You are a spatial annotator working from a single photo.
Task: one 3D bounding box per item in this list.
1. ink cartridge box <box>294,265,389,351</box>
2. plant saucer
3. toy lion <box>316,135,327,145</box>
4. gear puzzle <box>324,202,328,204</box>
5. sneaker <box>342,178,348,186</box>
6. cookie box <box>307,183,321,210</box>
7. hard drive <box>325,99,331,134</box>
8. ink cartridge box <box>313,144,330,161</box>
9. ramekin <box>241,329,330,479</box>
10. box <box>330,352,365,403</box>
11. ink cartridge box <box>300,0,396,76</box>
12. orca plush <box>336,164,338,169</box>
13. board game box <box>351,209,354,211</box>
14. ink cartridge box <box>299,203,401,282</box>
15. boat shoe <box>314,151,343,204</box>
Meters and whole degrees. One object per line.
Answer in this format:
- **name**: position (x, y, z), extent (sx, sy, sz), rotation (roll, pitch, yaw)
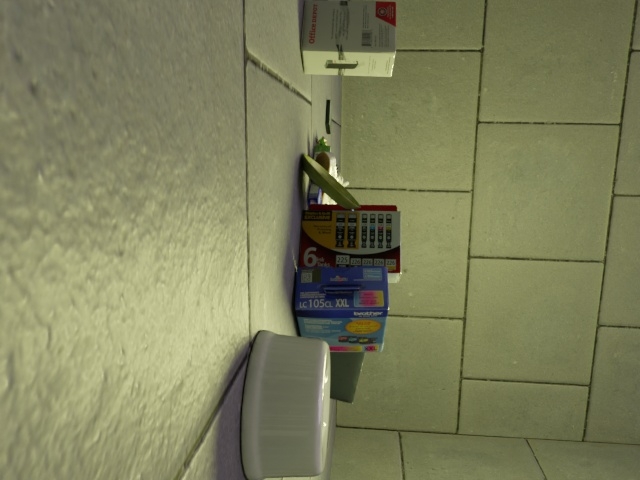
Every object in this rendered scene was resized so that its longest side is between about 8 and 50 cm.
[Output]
- **ink cartridge box**: position (0.066, 0.203, 1.539), extent (0.395, 0.270, 0.151), rotation (84, 5, -55)
- **plant saucer**: position (0.026, -0.174, 1.575), extent (0.037, 0.241, 0.241), rotation (-46, -176, 11)
- **toy lion**: position (0.022, -0.355, 1.988), extent (0.096, 0.034, 0.100), rotation (60, 2, 5)
- **gear puzzle**: position (0.007, 0.047, 1.750), extent (0.175, 0.044, 0.338), rotation (57, 47, -55)
- **sneaker**: position (0.063, -0.143, 2.227), extent (0.111, 0.130, 0.296), rotation (49, 44, -86)
- **cookie box**: position (-0.019, -0.136, 1.776), extent (0.107, 0.040, 0.091), rotation (-81, 170, -55)
- **hard drive**: position (0.040, -0.590, 2.425), extent (0.094, 0.022, 0.135), rotation (77, 16, -72)
- **ink cartridge box**: position (0.009, -0.251, 1.947), extent (0.209, 0.062, 0.108), rotation (86, 7, -50)
- **ramekin**: position (-0.055, 0.314, 0.971), extent (0.277, 0.135, 0.277), rotation (2, 90, -85)
- **box**: position (0.100, 0.474, 2.220), extent (0.312, 0.179, 0.343), rotation (-62, 164, -77)
- **ink cartridge box**: position (0.084, -0.607, 1.519), extent (0.114, 0.273, 0.196), rotation (89, 4, -68)
- **orca plush**: position (0.062, -0.211, 2.373), extent (0.102, 0.151, 0.287), rotation (-34, 135, -45)
- **board game box**: position (0.070, 0.058, 2.030), extent (0.233, 0.078, 0.346), rotation (67, 37, -58)
- **ink cartridge box**: position (0.097, -0.013, 1.608), extent (0.130, 0.310, 0.271), rotation (77, 14, -71)
- **boat shoe**: position (0.034, -0.221, 1.831), extent (0.098, 0.096, 0.277), rotation (60, -21, 29)
